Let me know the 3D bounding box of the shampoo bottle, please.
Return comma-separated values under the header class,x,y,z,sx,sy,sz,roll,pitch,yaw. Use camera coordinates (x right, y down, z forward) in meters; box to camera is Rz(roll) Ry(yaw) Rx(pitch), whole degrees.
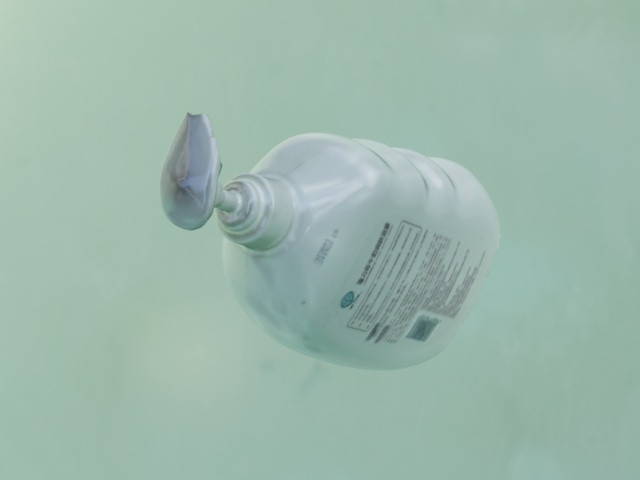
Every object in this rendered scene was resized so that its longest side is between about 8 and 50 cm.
class,x,y,z,sx,sy,sz,roll,pitch,yaw
shampoo bottle,0.000,0.000,0.513,0.045,0.152,0.077,30,98,30
